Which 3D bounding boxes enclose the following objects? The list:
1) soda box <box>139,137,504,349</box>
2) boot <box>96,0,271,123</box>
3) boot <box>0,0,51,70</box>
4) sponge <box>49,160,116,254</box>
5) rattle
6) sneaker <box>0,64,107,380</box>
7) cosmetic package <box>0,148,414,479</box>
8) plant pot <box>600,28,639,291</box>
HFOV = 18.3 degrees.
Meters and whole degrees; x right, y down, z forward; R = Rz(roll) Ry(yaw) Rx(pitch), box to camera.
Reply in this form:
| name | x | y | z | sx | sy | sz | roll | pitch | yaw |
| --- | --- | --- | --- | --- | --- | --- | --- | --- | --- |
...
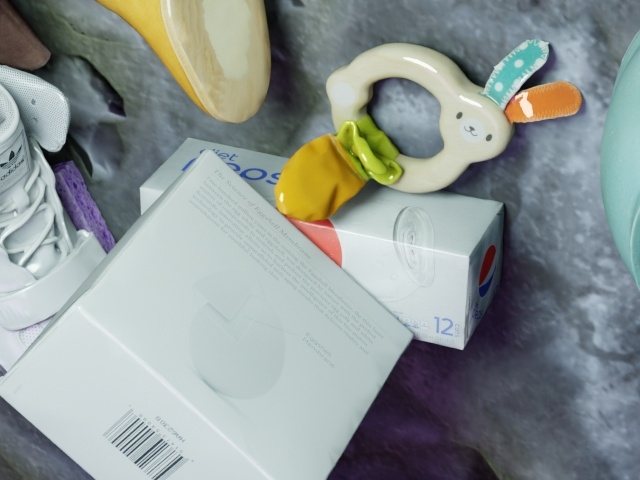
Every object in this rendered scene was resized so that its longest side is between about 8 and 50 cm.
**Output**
| name | x | y | z | sx | sy | sz | roll | pitch | yaw |
| --- | --- | --- | --- | --- | --- | --- | --- | --- | --- |
| soda box | 0.000 | 0.000 | 1.623 | 0.286 | 0.098 | 0.091 | 13 | 123 | 18 |
| boot | -0.170 | -0.217 | 1.559 | 0.211 | 0.104 | 0.295 | -10 | 109 | 45 |
| boot | -0.273 | -0.210 | 1.564 | 0.248 | 0.090 | 0.207 | 14 | 157 | 46 |
| sponge | -0.285 | 0.004 | 1.797 | 0.210 | 0.031 | 0.117 | -13 | 113 | 30 |
| rattle | 0.080 | -0.084 | 1.514 | 0.199 | 0.143 | 0.130 | 2 | 101 | 31 |
| sneaker | -0.250 | -0.003 | 1.643 | 0.366 | 0.137 | 0.210 | 45 | 145 | 0 |
| cosmetic package | -0.083 | 0.092 | 1.515 | 0.224 | 0.225 | 0.138 | 43 | 132 | -6 |
| plant pot | 0.324 | -0.029 | 1.395 | 0.293 | 0.196 | 0.293 | 11 | 123 | 18 |
